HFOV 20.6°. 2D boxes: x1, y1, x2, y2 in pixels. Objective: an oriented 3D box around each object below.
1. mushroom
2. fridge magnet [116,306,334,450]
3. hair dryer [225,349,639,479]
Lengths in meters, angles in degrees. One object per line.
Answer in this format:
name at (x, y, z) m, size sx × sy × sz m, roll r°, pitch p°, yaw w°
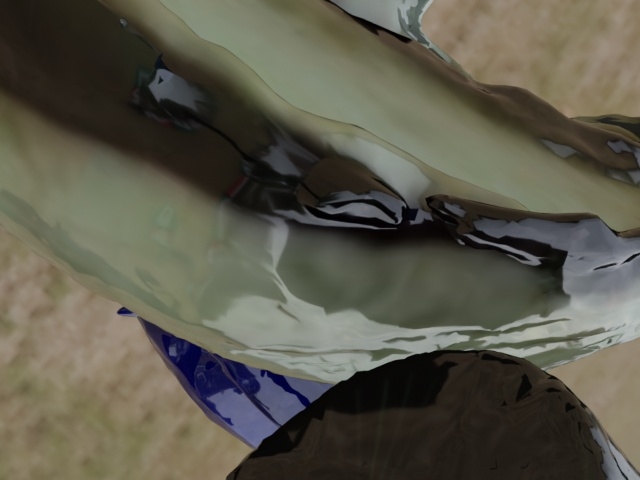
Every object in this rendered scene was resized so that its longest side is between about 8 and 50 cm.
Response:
mushroom at (-0.029, -0.067, 0.569) m, size 0.130 × 0.344 × 0.247 m, roll -57°, pitch 177°, yaw 29°
fridge magnet at (0.000, 0.000, 0.813) m, size 0.112 × 0.265 × 0.265 m, roll -32°, pitch 175°, yaw 29°
hair dryer at (0.041, 0.215, 0.404) m, size 0.244 × 0.116 × 0.302 m, roll 49°, pitch 53°, yaw -34°
